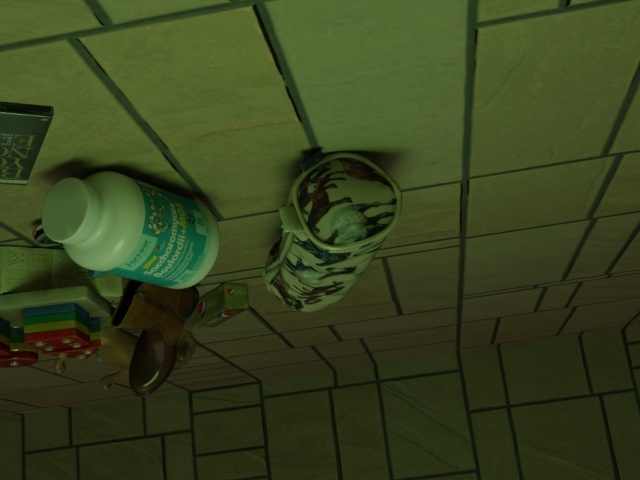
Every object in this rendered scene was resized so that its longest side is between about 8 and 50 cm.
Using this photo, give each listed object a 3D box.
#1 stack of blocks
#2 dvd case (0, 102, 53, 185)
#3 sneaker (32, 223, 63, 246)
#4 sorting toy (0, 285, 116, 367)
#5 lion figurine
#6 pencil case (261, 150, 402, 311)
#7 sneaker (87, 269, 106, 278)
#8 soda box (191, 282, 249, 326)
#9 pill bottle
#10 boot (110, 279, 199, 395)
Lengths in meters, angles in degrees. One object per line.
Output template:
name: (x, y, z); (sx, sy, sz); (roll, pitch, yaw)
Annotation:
stack of blocks: (-0.534, 0.078, 1.586); (0.297, 0.087, 0.171); (4, 160, -32)
dvd case: (-0.444, -0.121, 1.104); (0.165, 0.018, 0.221); (2, 161, -27)
sneaker: (-0.387, 0.005, 1.433); (0.171, 0.074, 0.063); (3, 160, -28)
sorting toy: (-0.515, 0.168, 1.580); (0.257, 0.089, 0.255); (-7, 163, 0)
lion figurine: (-0.491, 0.249, 2.072); (0.240, 0.142, 0.392); (-23, 154, 22)
pencil case: (0.000, 0.000, 1.427); (0.184, 0.159, 0.410); (-3, 162, -11)
sneaker: (-0.329, 0.037, 1.517); (0.162, 0.073, 0.063); (-19, 166, 0)
soda box: (-0.233, 0.150, 1.983); (0.061, 0.058, 0.181); (4, 160, -33)
pill bottle: (-0.281, -0.016, 1.287); (0.146, 0.146, 0.264); (-17, 161, 28)
boot: (-0.343, 0.182, 1.722); (0.096, 0.264, 0.280); (31, 175, 12)
